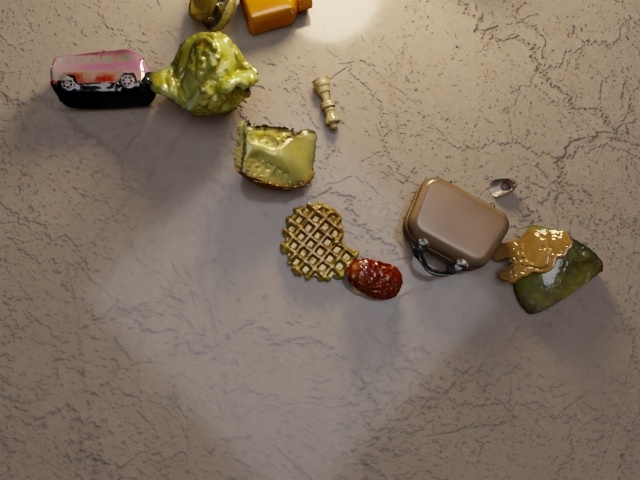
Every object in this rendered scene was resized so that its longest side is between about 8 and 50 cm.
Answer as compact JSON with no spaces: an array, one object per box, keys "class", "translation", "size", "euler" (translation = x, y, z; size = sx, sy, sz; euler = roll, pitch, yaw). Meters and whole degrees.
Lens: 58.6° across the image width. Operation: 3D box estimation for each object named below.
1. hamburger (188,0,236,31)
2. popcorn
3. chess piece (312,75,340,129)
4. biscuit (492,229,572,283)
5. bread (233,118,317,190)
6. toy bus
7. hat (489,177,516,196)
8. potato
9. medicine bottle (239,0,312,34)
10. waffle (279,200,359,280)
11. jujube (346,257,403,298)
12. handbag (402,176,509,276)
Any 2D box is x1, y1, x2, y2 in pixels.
[{"class":"hamburger","translation":[-0.336,-0.768,1.817],"size":[0.113,0.177,0.185],"euler":[18,71,-32]},{"class":"popcorn","translation":[-0.332,-0.494,1.725],"size":[0.293,0.293,0.237],"euler":[-53,130,-10]},{"class":"chess piece","translation":[0.024,-0.442,1.852],"size":[0.060,0.060,0.172],"euler":[-16,85,-7]},{"class":"biscuit","translation":[0.654,0.041,1.763],"size":[0.236,0.040,0.144],"euler":[-27,64,28]},{"class":"bread","translation":[-0.148,-0.249,1.758],"size":[0.262,0.162,0.204],"euler":[7,78,-26]},{"class":"toy bus","translation":[-0.670,-0.496,1.767],"size":[0.302,0.127,0.147],"euler":[-5,79,-5]},{"class":"hat","translation":[0.598,-0.177,1.867],"size":[0.087,0.042,0.058],"euler":[-24,79,27]},{"class":"potato","translation":[0.732,0.120,1.794],"size":[0.269,0.112,0.255],"euler":[32,81,3]},{"class":"medicine bottle","translation":[-0.146,-0.781,1.859],"size":[0.222,0.112,0.149],"euler":[-17,83,-7]},{"class":"waffle","translation":[0.000,0.000,1.780],"size":[0.249,0.056,0.253],"euler":[6,80,-4]},{"class":"jujube","translation":[0.164,0.115,1.741],"size":[0.176,0.109,0.112],"euler":[19,59,-19]},{"class":"handbag","translation":[0.397,-0.020,1.770],"size":[0.302,0.149,0.283],"euler":[29,78,-2]}]
